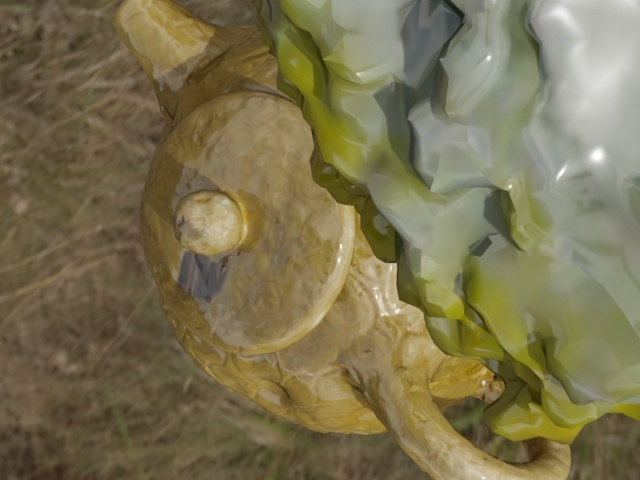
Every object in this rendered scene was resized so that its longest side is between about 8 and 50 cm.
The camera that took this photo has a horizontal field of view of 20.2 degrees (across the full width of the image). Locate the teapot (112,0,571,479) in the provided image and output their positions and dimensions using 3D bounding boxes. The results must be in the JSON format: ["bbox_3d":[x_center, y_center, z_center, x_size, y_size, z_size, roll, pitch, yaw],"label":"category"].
[{"bbox_3d":[0.000,0.000,0.829,0.203,0.167,0.311,-48,64,30],"label":"teapot"}]

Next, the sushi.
[{"bbox_3d":[0.157,-0.136,0.448,0.396,0.240,0.351,-15,114,-6],"label":"sushi"}]
